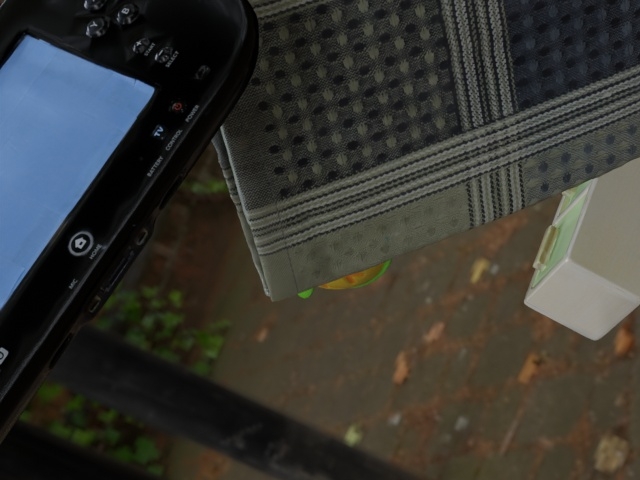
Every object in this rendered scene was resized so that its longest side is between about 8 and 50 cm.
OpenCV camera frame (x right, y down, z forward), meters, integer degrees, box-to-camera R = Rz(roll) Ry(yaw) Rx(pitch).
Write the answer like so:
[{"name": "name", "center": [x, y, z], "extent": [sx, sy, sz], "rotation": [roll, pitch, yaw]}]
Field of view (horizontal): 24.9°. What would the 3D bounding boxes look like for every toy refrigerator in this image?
[{"name": "toy refrigerator", "center": [0.294, -0.045, 1.455], "extent": [0.269, 0.094, 0.102], "rotation": [-65, 5, -32]}]

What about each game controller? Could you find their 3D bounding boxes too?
[{"name": "game controller", "center": [-0.162, -0.017, 0.747], "extent": [0.166, 0.067, 0.319], "rotation": [22, 74, 40]}]

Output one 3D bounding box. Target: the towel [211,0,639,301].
[{"name": "towel", "center": [0.071, -0.137, 0.909], "extent": [0.056, 0.324, 0.312], "rotation": [-123, 15, -50]}]

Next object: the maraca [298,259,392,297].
[{"name": "maraca", "center": [0.000, 0.000, 1.511], "extent": [0.186, 0.127, 0.099], "rotation": [-23, 14, 43]}]
